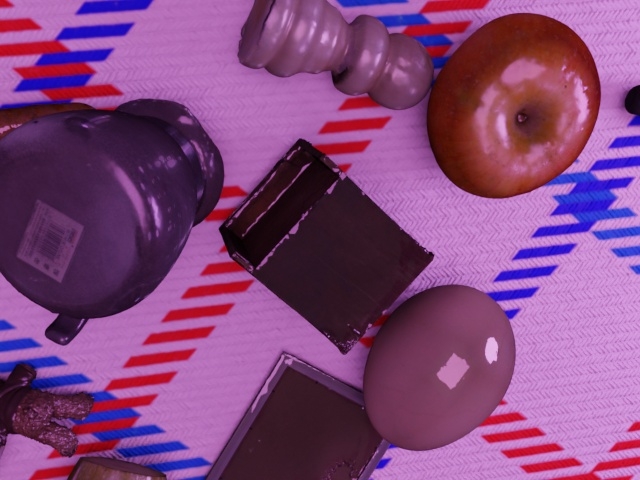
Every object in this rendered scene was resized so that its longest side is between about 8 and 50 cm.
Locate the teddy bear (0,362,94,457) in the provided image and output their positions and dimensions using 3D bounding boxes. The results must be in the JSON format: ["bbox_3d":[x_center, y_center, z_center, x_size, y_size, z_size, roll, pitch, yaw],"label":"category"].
[{"bbox_3d":[-0.387,0.223,1.131,0.161,0.078,0.119,18,71,-6],"label":"teddy bear"}]

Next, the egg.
[{"bbox_3d":[0.156,0.172,1.159,0.186,0.186,0.241,30,98,-14],"label":"egg"}]

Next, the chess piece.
[{"bbox_3d":[0.031,-0.241,1.087,0.243,0.133,0.133,18,99,-18],"label":"chess piece"}]

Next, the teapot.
[{"bbox_3d":[-0.227,-0.025,1.024,0.224,0.285,0.305,3,113,16],"label":"teapot"}]

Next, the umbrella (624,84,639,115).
[{"bbox_3d":[0.585,-0.157,1.220,0.338,0.067,0.073,13,86,-11],"label":"umbrella"}]

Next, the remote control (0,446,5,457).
[{"bbox_3d":[-0.459,0.322,1.149,0.032,0.074,0.122,26,96,-15],"label":"remote control"}]

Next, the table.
[{"bbox_3d":[0.000,0.000,1.105,0.193,0.172,0.169,41,92,-19],"label":"table"}]

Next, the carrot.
[{"bbox_3d":[-0.397,-0.131,1.073,0.298,0.078,0.078,-16,104,-11],"label":"carrot"}]

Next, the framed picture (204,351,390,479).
[{"bbox_3d":[-0.032,0.319,1.248,0.217,0.016,0.273,31,95,-13],"label":"framed picture"}]

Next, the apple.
[{"bbox_3d":[0.241,-0.173,1.111,0.235,0.173,0.210,-40,111,9],"label":"apple"}]

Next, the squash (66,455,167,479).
[{"bbox_3d":[-0.275,0.360,1.151,0.170,0.170,0.122,15,80,-12],"label":"squash"}]
